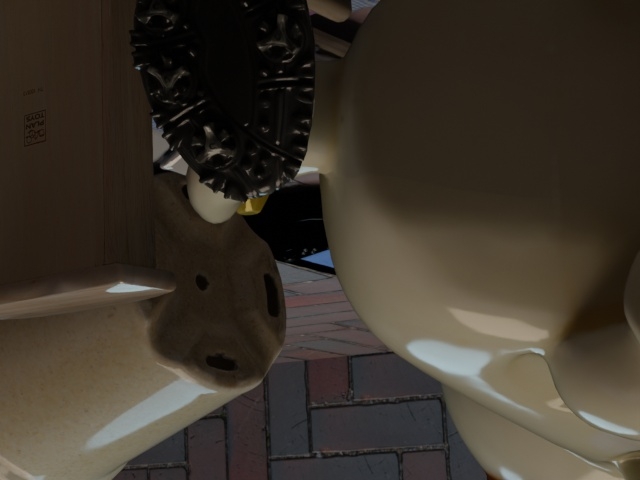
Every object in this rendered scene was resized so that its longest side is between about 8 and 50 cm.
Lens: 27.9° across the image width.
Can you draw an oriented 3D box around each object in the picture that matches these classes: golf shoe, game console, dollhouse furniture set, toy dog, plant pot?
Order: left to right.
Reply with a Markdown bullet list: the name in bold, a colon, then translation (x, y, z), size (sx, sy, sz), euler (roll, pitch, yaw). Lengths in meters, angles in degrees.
- **plant pot**: translation (-0.215, 0.087, 1.285), size (0.305, 0.334, 0.334), euler (-24, 159, 34)
- **golf shoe**: translation (-0.043, -0.112, 0.549), size (0.077, 0.198, 0.094), euler (-17, 174, 11)
- **dollhouse furniture set**: translation (-0.039, -0.052, 0.827), size (0.286, 0.198, 0.303), euler (-10, 167, 34)
- **game console**: translation (0.000, 0.000, 1.499), size (0.213, 0.044, 0.361), euler (-9, 168, 28)
- **toy dog**: translation (0.156, 0.037, 0.682), size (0.395, 0.284, 0.408), euler (-12, 153, 6)
